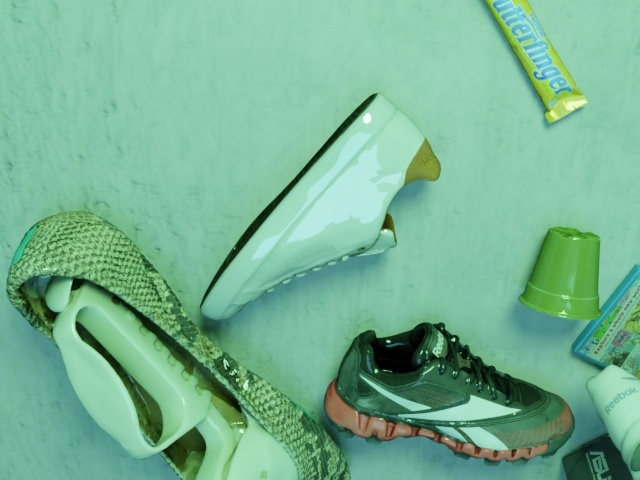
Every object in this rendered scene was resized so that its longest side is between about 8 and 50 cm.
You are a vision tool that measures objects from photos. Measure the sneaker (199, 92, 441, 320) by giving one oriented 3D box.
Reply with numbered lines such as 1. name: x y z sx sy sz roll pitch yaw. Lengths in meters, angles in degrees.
1. sneaker: 0.000 0.000 0.773 0.123 0.106 0.290 41 110 -12

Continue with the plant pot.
1. plant pot: 0.250 0.030 0.791 0.083 0.083 0.079 8 104 1

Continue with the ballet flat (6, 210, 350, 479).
1. ballet flat: -0.149 0.181 0.828 0.164 0.182 0.483 -35 108 18

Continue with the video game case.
1. video game case: 0.377 0.109 0.848 0.166 0.015 0.119 26 115 -8

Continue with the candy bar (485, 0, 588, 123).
1. candy bar: 0.193 -0.183 0.723 0.040 0.018 0.161 -30 110 17

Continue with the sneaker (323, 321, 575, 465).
1. sneaker: 0.145 0.160 0.842 0.275 0.098 0.135 9 118 1

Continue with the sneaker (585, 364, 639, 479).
1. sneaker: 0.384 0.214 0.834 0.111 0.129 0.297 -41 131 12

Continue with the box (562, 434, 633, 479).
1. box: 0.391 0.437 0.792 0.097 0.395 0.318 -35 107 20
